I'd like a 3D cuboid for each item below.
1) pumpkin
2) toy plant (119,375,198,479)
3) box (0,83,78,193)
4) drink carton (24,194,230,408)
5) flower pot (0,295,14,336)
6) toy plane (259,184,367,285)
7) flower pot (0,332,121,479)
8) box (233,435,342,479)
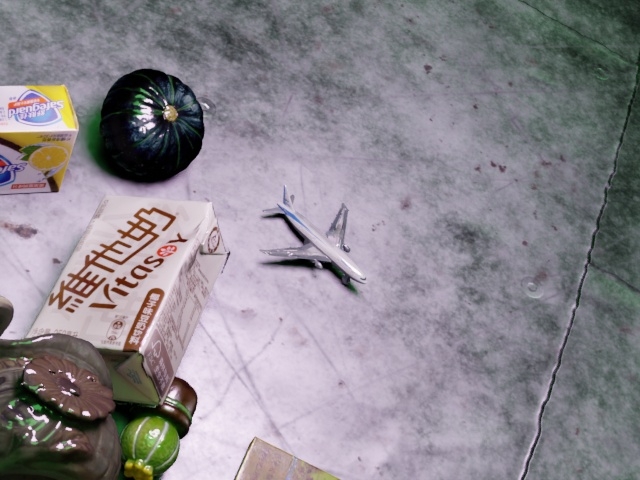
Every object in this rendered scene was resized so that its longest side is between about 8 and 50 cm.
[{"bbox_3d":[-0.286,-0.198,2.171,0.194,0.150,0.194,8,63,-15],"label":"pumpkin"},{"bbox_3d":[-0.242,0.279,1.865,0.093,0.092,0.162,26,49,-5],"label":"toy plant"},{"bbox_3d":[-0.533,-0.157,2.014,0.265,0.168,0.097,-3,55,-29],"label":"box"},{"bbox_3d":[-0.287,0.083,1.922,0.194,0.132,0.324,5,45,17],"label":"drink carton"},{"bbox_3d":[-0.578,0.066,1.733,0.307,0.307,0.244,-30,73,-38],"label":"flower pot"},{"bbox_3d":[-0.002,0.001,2.213,0.226,0.058,0.226,49,47,11],"label":"toy plane"},{"bbox_3d":[-0.403,0.256,1.666,0.302,0.301,0.213,6,44,-21],"label":"flower pot"},{"bbox_3d":[-0.038,0.390,1.917,0.193,0.030,0.121,28,48,-4],"label":"box"}]
